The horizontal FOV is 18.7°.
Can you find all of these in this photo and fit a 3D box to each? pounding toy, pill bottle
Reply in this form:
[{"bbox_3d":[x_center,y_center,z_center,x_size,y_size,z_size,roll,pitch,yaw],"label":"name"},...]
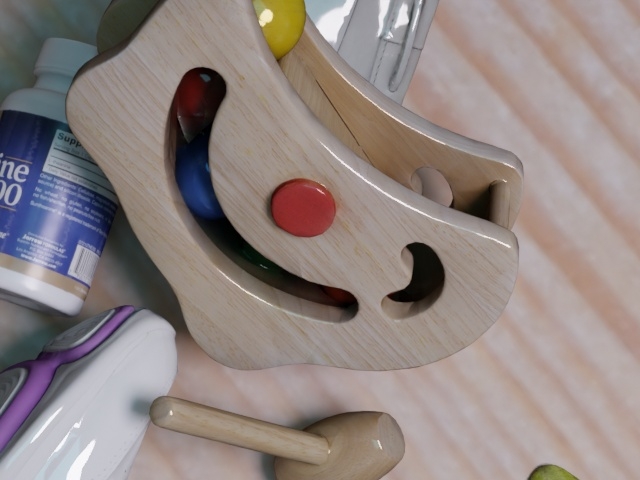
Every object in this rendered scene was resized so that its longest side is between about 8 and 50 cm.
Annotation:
[{"bbox_3d":[0.000,0.000,0.836,0.154,0.155,0.269,-18,119,19],"label":"pounding toy"},{"bbox_3d":[-0.124,-0.030,0.899,0.067,0.067,0.120,19,80,-6],"label":"pill bottle"}]

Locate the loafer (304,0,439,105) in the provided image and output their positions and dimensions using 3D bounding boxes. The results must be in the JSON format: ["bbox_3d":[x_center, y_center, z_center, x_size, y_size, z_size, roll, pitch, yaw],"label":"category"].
[{"bbox_3d":[0.061,-0.196,0.933,0.111,0.112,0.319,30,87,-9],"label":"loafer"}]

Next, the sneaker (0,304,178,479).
[{"bbox_3d":[-0.135,0.174,0.866,0.152,0.114,0.305,33,83,-18],"label":"sneaker"}]

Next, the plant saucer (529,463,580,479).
[{"bbox_3d":[0.137,0.232,0.918,0.188,0.045,0.188,35,79,-3],"label":"plant saucer"}]
